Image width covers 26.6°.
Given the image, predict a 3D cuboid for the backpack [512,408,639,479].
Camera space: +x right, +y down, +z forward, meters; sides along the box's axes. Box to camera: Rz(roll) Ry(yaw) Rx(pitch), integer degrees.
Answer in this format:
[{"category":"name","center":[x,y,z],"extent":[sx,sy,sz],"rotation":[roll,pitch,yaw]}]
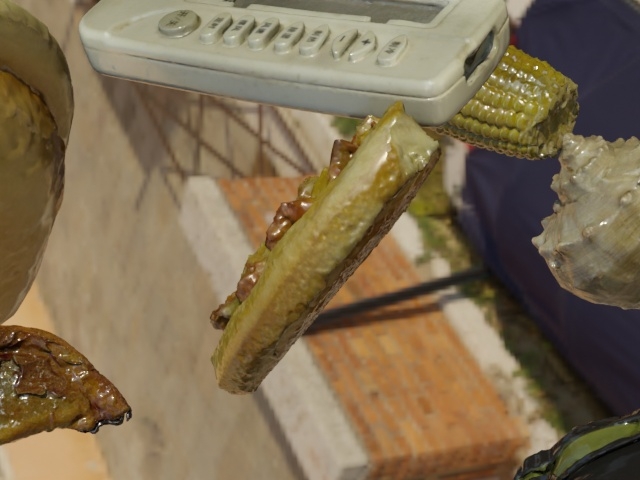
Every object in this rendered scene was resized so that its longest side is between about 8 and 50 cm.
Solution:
[{"category":"backpack","center":[0.235,0.201,0.924],"extent":[0.253,0.207,0.140],"rotation":[-9,112,32]}]

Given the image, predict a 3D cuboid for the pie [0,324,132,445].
[{"category":"pie","center":[-0.223,0.100,0.890],"extent":[0.033,0.191,0.088],"rotation":[-3,98,66]}]

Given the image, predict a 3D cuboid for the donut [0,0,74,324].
[{"category":"donut","center":[-0.369,-0.021,0.893],"extent":[0.198,0.448,0.449],"rotation":[57,142,23]}]

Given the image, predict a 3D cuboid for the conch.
[{"category":"conch","center":[0.374,-0.024,1.521],"extent":[0.263,0.324,0.186],"rotation":[-43,39,0]}]

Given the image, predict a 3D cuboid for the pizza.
[{"category":"pizza","center":[0.000,0.000,0.660],"extent":[0.046,0.134,0.175],"rotation":[39,110,4]}]

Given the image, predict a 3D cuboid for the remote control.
[{"category":"remote control","center":[-0.019,-0.101,0.710],"extent":[0.230,0.090,0.049],"rotation":[11,131,30]}]

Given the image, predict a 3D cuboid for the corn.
[{"category":"corn","center":[0.129,-0.193,1.525],"extent":[0.344,0.131,0.131],"rotation":[30,122,30]}]
